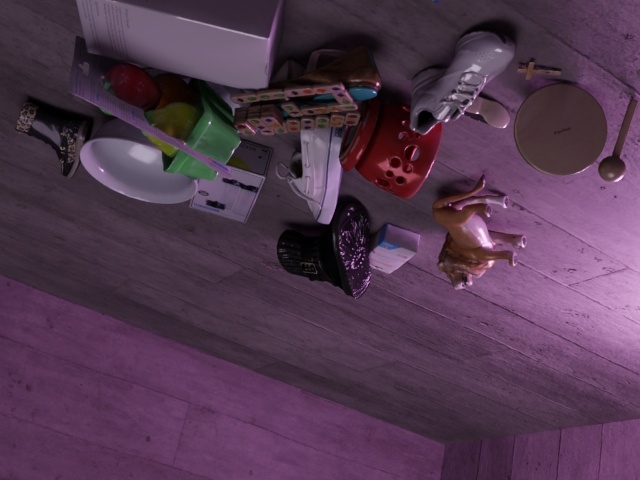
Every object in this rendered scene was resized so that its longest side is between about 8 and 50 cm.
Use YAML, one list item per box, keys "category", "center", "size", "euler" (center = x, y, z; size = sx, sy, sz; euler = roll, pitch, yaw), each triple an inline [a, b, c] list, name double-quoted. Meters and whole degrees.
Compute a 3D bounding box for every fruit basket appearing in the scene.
- category: "fruit basket"
  center: [-0.346, -0.266, 1.805]
  size: [0.353, 0.327, 0.165]
  euler: [21, 114, -24]

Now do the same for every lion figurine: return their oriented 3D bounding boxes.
- category: "lion figurine"
  center: [0.370, -0.030, 2.265]
  size: [0.240, 0.142, 0.392]
  euler: [5, 140, 34]

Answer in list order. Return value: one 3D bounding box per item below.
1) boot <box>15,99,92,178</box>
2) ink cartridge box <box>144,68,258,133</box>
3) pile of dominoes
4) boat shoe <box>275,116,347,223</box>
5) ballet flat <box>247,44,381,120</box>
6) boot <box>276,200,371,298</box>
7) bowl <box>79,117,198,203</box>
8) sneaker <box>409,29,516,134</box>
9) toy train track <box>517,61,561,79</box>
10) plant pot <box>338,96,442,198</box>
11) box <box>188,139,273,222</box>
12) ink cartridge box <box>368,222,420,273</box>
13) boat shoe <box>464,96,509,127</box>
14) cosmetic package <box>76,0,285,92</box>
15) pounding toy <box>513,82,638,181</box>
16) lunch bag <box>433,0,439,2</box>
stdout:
- category: "boot"
  center: [-0.697, -0.263, 2.309]
  size: [0.178, 0.085, 0.236]
  euler: [22, 147, -13]
- category: "ink cartridge box"
  center: [-0.279, -0.319, 2.039]
  size: [0.223, 0.045, 0.224]
  euler: [-1, 151, 27]
- category: "pile of dominoes"
  center: [-0.047, -0.247, 1.787]
  size: [0.251, 0.040, 0.196]
  euler: [-3, 163, 21]
- category: "boat shoe"
  center: [-0.027, -0.168, 2.129]
  size: [0.156, 0.136, 0.367]
  euler: [11, 152, 3]
- category: "ballet flat"
  center: [-0.022, -0.322, 1.823]
  size: [0.342, 0.124, 0.116]
  euler: [-12, 164, 41]
- category: "boot"
  center: [-0.002, 0.003, 2.481]
  size: [0.260, 0.131, 0.348]
  euler: [23, 140, 29]
- category: "bowl"
  center: [-0.433, -0.221, 2.210]
  size: [0.297, 0.134, 0.298]
  euler: [11, 155, 5]
- category: "sneaker"
  center: [0.274, -0.298, 1.728]
  size: [0.111, 0.129, 0.297]
  euler: [24, 151, -17]
- category: "toy train track"
  center: [0.423, -0.331, 1.725]
  size: [0.083, 0.014, 0.048]
  euler: [5, 147, 3]
- category: "plant pot"
  center: [0.145, -0.208, 1.909]
  size: [0.174, 0.191, 0.191]
  euler: [23, 153, -11]
- category: "box"
  center: [-0.237, -0.159, 2.300]
  size: [0.169, 0.087, 0.290]
  euler: [17, 154, -9]
- category: "ink cartridge box"
  center: [0.192, 0.025, 2.506]
  size: [0.104, 0.062, 0.181]
  euler: [20, 153, -13]
- category: "boat shoe"
  center: [0.337, -0.272, 1.855]
  size: [0.133, 0.049, 0.042]
  euler: [18, -177, -26]
- category: "cosmetic package"
  center: [-0.258, -0.423, 1.690]
  size: [0.365, 0.155, 0.197]
  euler: [13, 155, -2]
- category: "pounding toy"
  center: [0.497, -0.213, 1.794]
  size: [0.236, 0.183, 0.110]
  euler: [10, 180, -1]
- category: "lunch bag"
  center: [0.200, -0.480, 1.439]
  size: [0.128, 0.096, 0.151]
  euler: [33, 134, -31]
